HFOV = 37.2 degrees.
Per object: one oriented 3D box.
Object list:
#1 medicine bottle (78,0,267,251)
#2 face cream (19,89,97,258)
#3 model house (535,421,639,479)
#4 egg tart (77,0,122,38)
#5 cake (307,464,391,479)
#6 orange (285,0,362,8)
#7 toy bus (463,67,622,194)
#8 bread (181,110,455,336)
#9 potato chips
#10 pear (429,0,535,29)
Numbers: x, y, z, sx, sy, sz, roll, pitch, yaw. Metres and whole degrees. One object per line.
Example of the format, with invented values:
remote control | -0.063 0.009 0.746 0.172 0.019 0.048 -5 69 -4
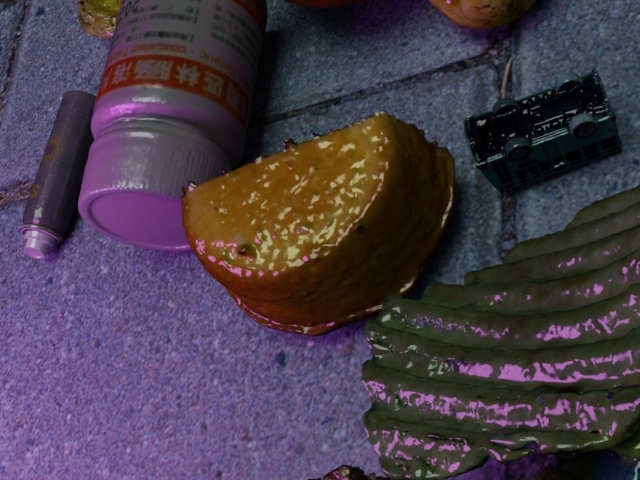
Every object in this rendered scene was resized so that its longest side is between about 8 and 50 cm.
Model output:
medicine bottle | -0.206 -0.196 1.346 0.219 0.219 0.388 -6 62 31
face cream | -0.418 -0.107 1.532 0.073 0.073 0.283 -3 64 32
model house | 0.263 0.223 0.831 0.195 0.189 0.214 26 84 38
egg tart | -0.311 -0.425 1.626 0.232 0.098 0.252 -45 53 -3
cake | 0.024 0.316 0.963 0.135 0.147 0.134 -27 52 19
orange | 0.004 -0.488 1.308 0.322 0.322 0.357 -46 30 4
toy bus | 0.254 -0.120 1.086 0.160 0.092 0.079 -20 54 16
bread | 0.000 0.000 1.119 0.340 0.194 0.178 -19 55 19
potato chips | 0.210 0.054 0.895 0.389 0.097 0.373 -29 17 33
pear | 0.213 -0.359 1.209 0.178 0.178 0.178 -15 58 26
